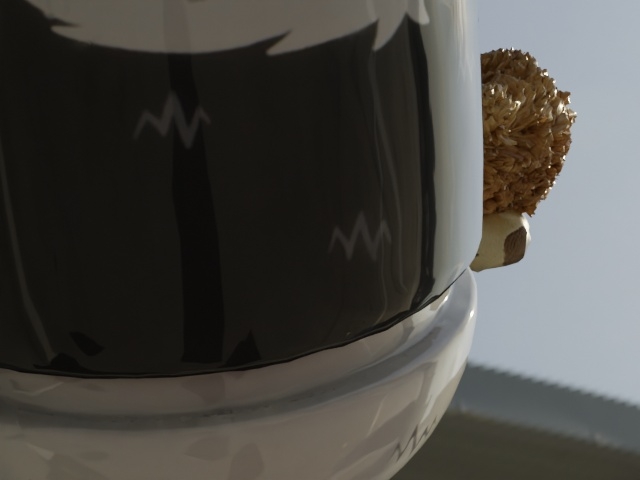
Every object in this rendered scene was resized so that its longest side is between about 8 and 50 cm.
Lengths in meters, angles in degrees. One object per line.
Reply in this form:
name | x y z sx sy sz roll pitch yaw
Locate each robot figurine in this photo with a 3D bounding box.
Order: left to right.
robot figurine | -0.045 -0.053 0.527 0.209 0.173 0.278 -6 -67 -6

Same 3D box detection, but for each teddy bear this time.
teddy bear | 0.000 0.000 1.207 0.338 0.113 0.245 -14 -27 7
